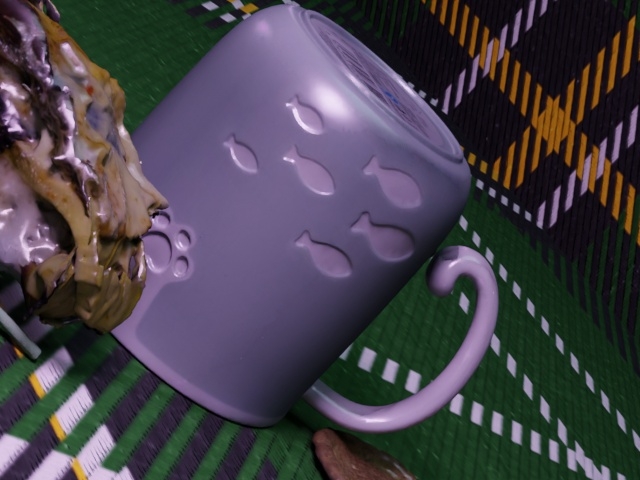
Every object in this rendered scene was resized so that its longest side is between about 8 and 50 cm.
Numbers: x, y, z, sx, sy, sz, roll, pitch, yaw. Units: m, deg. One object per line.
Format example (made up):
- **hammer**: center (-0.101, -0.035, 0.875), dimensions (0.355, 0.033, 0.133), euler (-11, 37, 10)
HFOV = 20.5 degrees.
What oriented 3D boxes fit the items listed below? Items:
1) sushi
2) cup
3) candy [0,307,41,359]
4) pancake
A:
- **sushi**: center (-0.199, -0.067, 1.278), dimensions (0.291, 0.131, 0.139), euler (64, 10, 19)
- **cup**: center (0.000, 0.000, 1.472), dimensions (0.356, 0.274, 0.259), euler (39, 14, -12)
- **candy**: center (-0.289, -0.026, 1.200), dimensions (0.288, 0.078, 0.084), euler (49, -9, -15)
- **pancake**: center (0.069, 0.231, 1.505), dimensions (0.199, 0.021, 0.199), euler (41, 12, -11)
